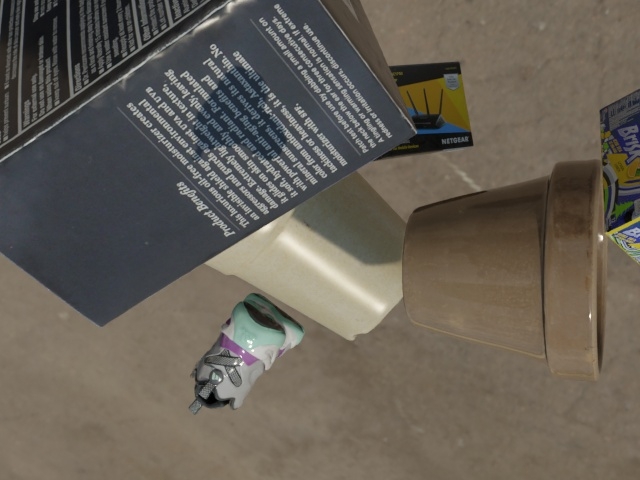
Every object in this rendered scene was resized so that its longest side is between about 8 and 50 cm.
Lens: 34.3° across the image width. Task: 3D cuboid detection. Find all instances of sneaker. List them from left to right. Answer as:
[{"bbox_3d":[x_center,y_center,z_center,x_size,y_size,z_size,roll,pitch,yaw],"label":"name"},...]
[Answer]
[{"bbox_3d":[-0.045,0.064,0.550,0.038,0.069,0.098,37,-176,11],"label":"sneaker"}]

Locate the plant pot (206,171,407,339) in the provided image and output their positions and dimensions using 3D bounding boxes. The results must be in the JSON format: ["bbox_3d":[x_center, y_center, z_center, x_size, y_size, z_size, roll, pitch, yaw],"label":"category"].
[{"bbox_3d":[0.000,0.000,1.790,0.305,0.333,0.334,39,144,-9],"label":"plant pot"}]

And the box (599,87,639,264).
[{"bbox_3d":[0.305,-0.063,0.981,0.059,0.168,0.054,36,134,-26],"label":"box"}]

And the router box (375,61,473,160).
[{"bbox_3d":[0.137,-0.192,1.538,0.046,0.179,0.133,-11,90,57],"label":"router box"}]

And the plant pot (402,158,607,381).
[{"bbox_3d":[0.223,0.034,1.245,0.229,0.263,0.263,1,138,17],"label":"plant pot"}]

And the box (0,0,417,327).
[{"bbox_3d":[-0.120,-0.143,0.813,0.294,0.296,0.182,-30,131,14],"label":"box"}]
